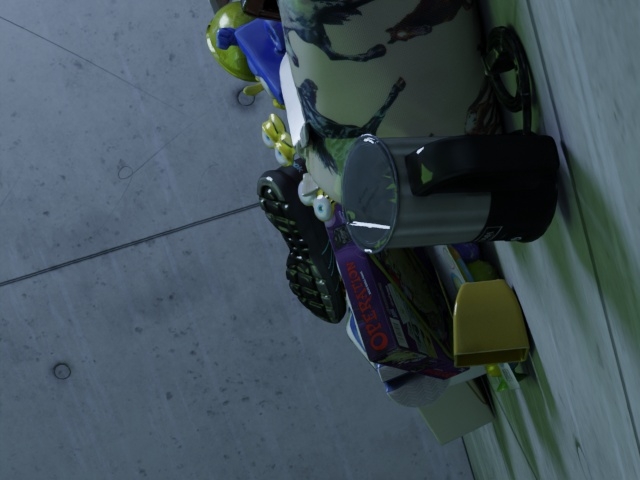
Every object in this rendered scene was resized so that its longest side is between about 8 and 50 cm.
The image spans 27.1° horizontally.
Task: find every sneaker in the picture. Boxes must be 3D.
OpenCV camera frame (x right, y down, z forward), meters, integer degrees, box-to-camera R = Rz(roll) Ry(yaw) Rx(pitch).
[{"bbox_3d":[0.000,0.000,1.925,0.101,0.106,0.267,18,135,46],"label":"sneaker"},{"bbox_3d":[0.078,0.075,1.882,0.182,0.127,0.316,-173,68,-77],"label":"sneaker"}]

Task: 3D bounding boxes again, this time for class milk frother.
[{"bbox_3d":[0.091,-0.073,0.947,0.129,0.134,0.143,-58,43,49],"label":"milk frother"}]

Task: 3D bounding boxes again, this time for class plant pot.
[{"bbox_3d":[0.183,0.089,1.459,0.081,0.081,0.083,70,-165,-72],"label":"plant pot"}]

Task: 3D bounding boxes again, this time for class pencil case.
[{"bbox_3d":[0.028,-0.210,1.065,0.160,0.183,0.410,-105,-2,-57],"label":"pencil case"}]

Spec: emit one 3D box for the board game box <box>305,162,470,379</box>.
[{"bbox_3d":[0.074,-0.002,1.664,0.208,0.056,0.347,17,-130,-54],"label":"board game box"}]

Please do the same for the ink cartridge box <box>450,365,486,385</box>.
[{"bbox_3d":[0.185,0.093,2.013,0.158,0.092,0.218,73,-178,-65],"label":"ink cartridge box"}]

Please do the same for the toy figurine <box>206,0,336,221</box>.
[{"bbox_3d":[-0.021,-0.220,1.532,0.363,0.191,0.217,57,-179,28],"label":"toy figurine"}]

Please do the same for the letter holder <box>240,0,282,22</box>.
[{"bbox_3d":[0.027,-0.331,1.335,0.302,0.214,0.152,-106,30,-56],"label":"letter holder"}]

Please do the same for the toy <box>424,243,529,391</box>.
[{"bbox_3d":[0.185,0.061,1.569,0.137,0.056,0.237,120,128,-81],"label":"toy"}]

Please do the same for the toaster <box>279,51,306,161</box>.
[{"bbox_3d":[0.060,-0.132,1.353,0.168,0.110,0.186,25,-144,-33],"label":"toaster"}]

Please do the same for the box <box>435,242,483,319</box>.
[{"bbox_3d":[0.172,0.007,1.746,0.183,0.056,0.231,-106,-1,-63],"label":"box"}]

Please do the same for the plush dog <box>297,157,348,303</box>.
[{"bbox_3d":[0.048,-0.011,2.097,0.262,0.210,0.226,-2,-84,-68],"label":"plush dog"}]

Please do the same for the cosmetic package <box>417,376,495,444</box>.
[{"bbox_3d":[0.175,0.183,2.257,0.309,0.113,0.160,56,-169,-36],"label":"cosmetic package"}]

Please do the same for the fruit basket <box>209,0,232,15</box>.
[{"bbox_3d":[-0.073,-0.498,1.677,0.165,0.353,0.327,27,160,21],"label":"fruit basket"}]
